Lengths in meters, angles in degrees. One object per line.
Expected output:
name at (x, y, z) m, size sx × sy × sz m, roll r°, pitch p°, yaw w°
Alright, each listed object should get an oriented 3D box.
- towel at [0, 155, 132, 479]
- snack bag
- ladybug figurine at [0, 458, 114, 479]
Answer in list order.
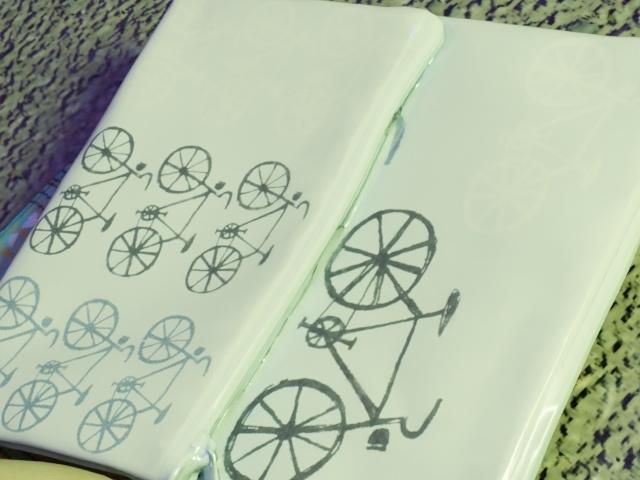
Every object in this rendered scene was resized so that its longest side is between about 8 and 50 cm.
towel at (-0.091, 0.043, 0.983) m, size 0.271 × 0.040 × 0.370 m, roll 27°, pitch 66°, yaw 39°
snack bag at (0.000, 0.000, 0.926) m, size 0.343 × 0.037 × 0.323 m, roll 12°, pitch 59°, yaw 32°
ladybug figurine at (-0.162, 0.265, 0.679) m, size 0.305 × 0.162 × 0.449 m, roll -39°, pitch 37°, yaw 26°
